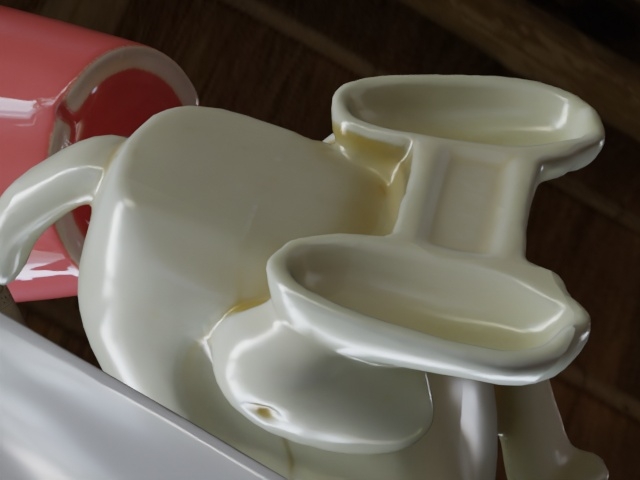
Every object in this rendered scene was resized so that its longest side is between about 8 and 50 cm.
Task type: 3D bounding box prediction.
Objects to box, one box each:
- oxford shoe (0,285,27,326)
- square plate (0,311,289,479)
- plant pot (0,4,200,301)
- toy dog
[{"bbox_3d":[-0.345,0.093,1.070,0.123,0.348,0.130,-25,-100,43],"label":"oxford shoe"},{"bbox_3d":[-0.114,0.093,0.233,0.347,0.344,0.049,27,-68,26],"label":"square plate"},{"bbox_3d":[-0.243,-0.068,1.357,0.243,0.275,0.275,6,-58,36],"label":"plant pot"},{"bbox_3d":[-0.012,0.138,1.010,0.396,0.284,0.407,3,-56,0],"label":"toy dog"}]
